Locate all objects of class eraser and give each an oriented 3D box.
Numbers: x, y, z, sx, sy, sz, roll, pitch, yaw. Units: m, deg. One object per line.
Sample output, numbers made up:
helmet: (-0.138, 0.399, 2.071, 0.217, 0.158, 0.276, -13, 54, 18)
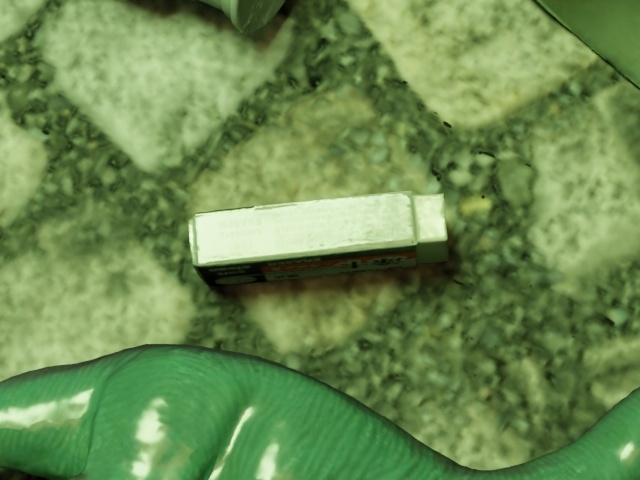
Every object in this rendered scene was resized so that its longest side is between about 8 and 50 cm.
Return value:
eraser: (0.000, 0.000, 0.711, 0.122, 0.052, 0.029, -6, 77, 3)

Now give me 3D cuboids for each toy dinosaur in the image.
toy dinosaur: (-0.004, 0.073, 0.686, 0.383, 0.129, 0.331, 33, 70, 11)

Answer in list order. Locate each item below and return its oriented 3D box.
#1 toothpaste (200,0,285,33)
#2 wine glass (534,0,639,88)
toothpaste: (-0.149, -0.196, 0.765, 0.299, 0.073, 0.114, 28, 81, 17)
wine glass: (0.270, -0.266, 0.662, 0.267, 0.267, 0.406, 39, 79, 11)
